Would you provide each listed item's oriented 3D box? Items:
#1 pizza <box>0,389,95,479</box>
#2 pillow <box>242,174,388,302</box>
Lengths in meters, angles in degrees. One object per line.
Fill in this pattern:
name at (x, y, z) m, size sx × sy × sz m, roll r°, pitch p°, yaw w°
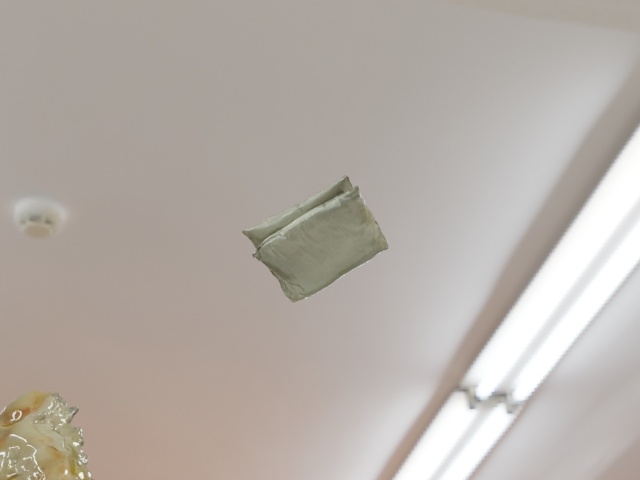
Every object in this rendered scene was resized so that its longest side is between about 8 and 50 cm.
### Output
pizza at (-0.324, 0.319, 1.000) m, size 0.392 × 0.435 × 0.080 m, roll 15°, pitch -33°, yaw 51°
pillow at (0.000, 0.000, 1.686) m, size 0.181 × 0.078 × 0.134 m, roll -30°, pitch -62°, yaw 8°
